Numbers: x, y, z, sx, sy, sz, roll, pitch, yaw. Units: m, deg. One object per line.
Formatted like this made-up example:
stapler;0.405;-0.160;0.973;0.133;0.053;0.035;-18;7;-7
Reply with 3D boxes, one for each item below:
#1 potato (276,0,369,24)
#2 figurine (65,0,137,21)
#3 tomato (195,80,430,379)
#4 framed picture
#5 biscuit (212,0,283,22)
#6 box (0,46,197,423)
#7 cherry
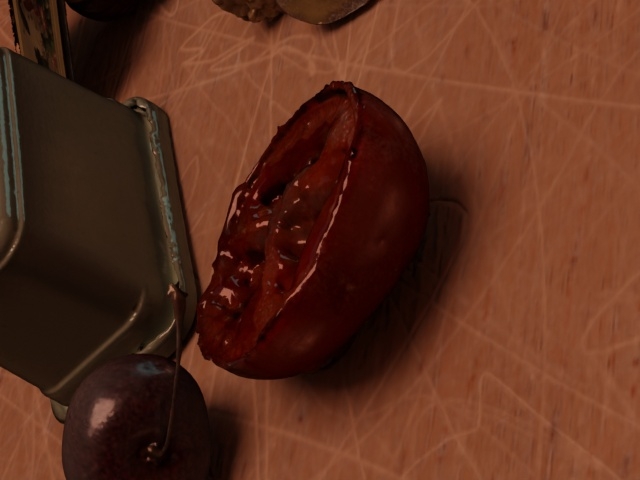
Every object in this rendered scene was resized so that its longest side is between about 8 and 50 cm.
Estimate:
potato;0.013;-0.202;1.304;0.093;0.036;0.037;-9;20;25
figurine;-0.184;-0.330;1.545;0.175;0.116;0.240;37;101;52
tomato;0.004;0.000;1.116;0.228;0.101;0.228;-47;29;37
framed picture;-0.279;-0.210;1.554;0.195;0.010;0.199;42;141;55
biscuit;-0.066;-0.271;1.397;0.070;0.082;0.168;-34;43;33
box;-0.240;-0.022;1.341;0.175;0.182;0.311;-40;40;23
cherry;-0.131;0.116;1.159;0.115;0.148;0.188;4;93;17
